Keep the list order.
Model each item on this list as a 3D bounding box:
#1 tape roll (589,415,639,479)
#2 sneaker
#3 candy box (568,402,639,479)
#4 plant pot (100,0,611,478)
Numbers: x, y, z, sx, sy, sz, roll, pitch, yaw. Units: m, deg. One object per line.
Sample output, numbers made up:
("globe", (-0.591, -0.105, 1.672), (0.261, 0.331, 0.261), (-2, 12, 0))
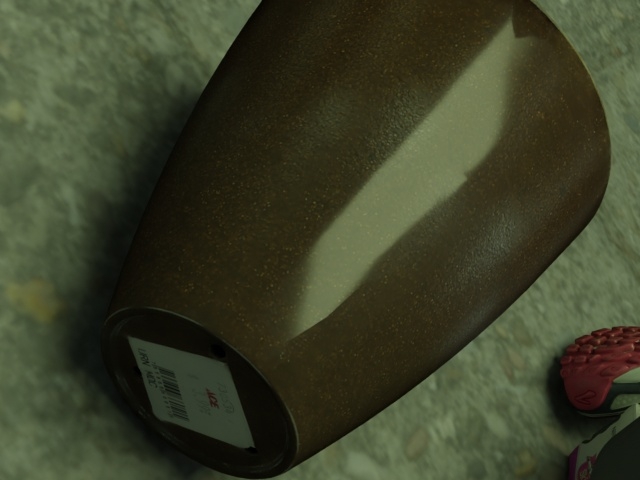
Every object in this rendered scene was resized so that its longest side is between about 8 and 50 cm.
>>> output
("tape roll", (0.258, 0.181, 0.823), (0.219, 0.072, 0.219), (26, 39, -23))
("sneaker", (0.290, 0.124, 1.024), (0.299, 0.121, 0.112), (12, 85, -35))
("candy box", (0.261, 0.228, 0.901), (0.233, 0.071, 0.159), (33, 38, -14))
("plant pot", (0.000, 0.000, 0.724), (0.215, 0.215, 0.230), (48, 52, -12))
